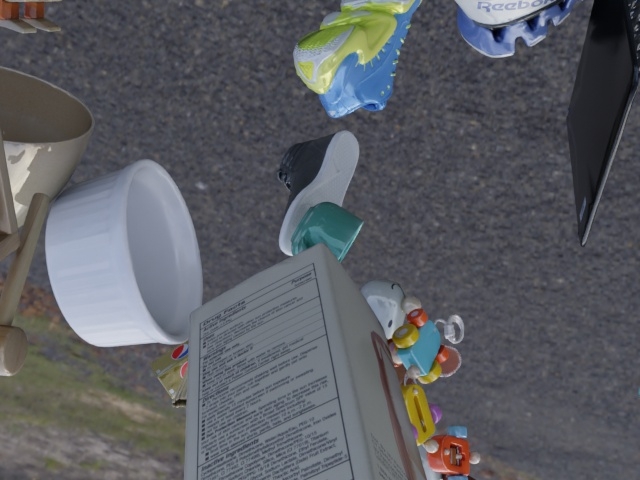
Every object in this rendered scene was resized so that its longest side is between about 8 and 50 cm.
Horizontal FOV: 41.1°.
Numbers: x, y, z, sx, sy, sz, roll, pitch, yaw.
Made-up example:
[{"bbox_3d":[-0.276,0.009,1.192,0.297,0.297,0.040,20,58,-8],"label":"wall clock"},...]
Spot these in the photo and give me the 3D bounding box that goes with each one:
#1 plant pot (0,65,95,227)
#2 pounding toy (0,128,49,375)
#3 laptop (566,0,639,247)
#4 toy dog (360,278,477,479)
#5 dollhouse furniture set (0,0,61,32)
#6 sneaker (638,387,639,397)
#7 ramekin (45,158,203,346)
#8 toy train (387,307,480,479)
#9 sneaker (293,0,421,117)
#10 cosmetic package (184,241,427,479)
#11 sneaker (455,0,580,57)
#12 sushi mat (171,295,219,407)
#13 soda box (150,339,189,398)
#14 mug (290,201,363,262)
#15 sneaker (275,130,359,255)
[{"bbox_3d":[-0.476,-0.113,1.189,0.284,0.284,0.191,19,114,-2],"label":"plant pot"},{"bbox_3d":[-0.252,-0.007,0.542,0.094,0.181,0.206,-1,108,7],"label":"pounding toy"},{"bbox_3d":[0.307,-0.164,0.758,0.136,0.264,0.234,52,165,29],"label":"laptop"},{"bbox_3d":[0.132,0.230,1.183,0.161,0.220,0.333,-4,112,30],"label":"toy dog"},{"bbox_3d":[-0.541,-0.487,1.414,0.135,0.259,0.262,14,109,12],"label":"dollhouse furniture set"},{"bbox_3d":[0.441,0.192,0.948,0.166,0.076,0.065,26,160,21],"label":"sneaker"},{"bbox_3d":[-0.289,0.027,1.269,0.135,0.277,0.277,-11,145,11],"label":"ramekin"},{"bbox_3d":[0.101,0.150,0.814,0.046,0.166,0.125,-14,158,37],"label":"toy train"},{"bbox_3d":[0.061,-0.240,1.069,0.091,0.240,0.126,17,139,43],"label":"sneaker"},{"bbox_3d":[-0.013,0.152,0.680,0.153,0.296,0.129,-28,121,12],"label":"cosmetic package"},{"bbox_3d":[0.236,-0.310,0.793,0.315,0.127,0.182,-35,152,21],"label":"sneaker"},{"bbox_3d":[-0.118,0.160,1.284,0.151,0.316,0.019,-1,112,4],"label":"sushi mat"},{"bbox_3d":[-0.228,0.218,1.630,0.058,0.181,0.061,36,157,57],"label":"soda box"},{"bbox_3d":[0.005,-0.007,1.542,0.097,0.129,0.158,31,176,5],"label":"mug"},{"bbox_3d":[-0.037,-0.090,1.718,0.147,0.295,0.104,-3,142,45],"label":"sneaker"}]
